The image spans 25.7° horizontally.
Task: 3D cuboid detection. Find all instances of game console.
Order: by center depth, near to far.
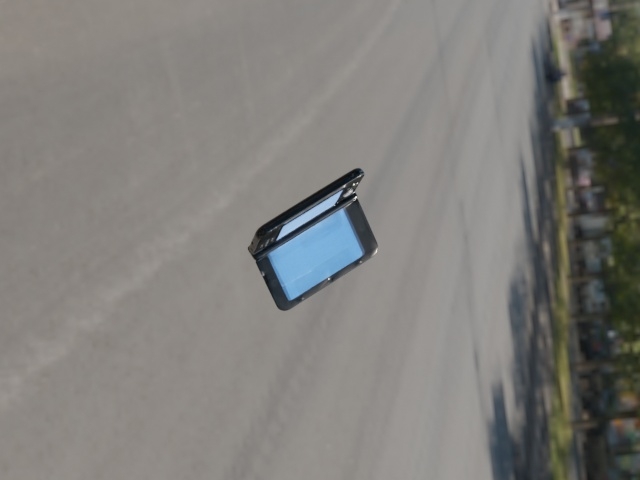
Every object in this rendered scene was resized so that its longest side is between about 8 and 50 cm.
[{"bbox_3d":[0.000,0.000,1.342,0.071,0.122,0.107,55,-16,7],"label":"game console"}]
